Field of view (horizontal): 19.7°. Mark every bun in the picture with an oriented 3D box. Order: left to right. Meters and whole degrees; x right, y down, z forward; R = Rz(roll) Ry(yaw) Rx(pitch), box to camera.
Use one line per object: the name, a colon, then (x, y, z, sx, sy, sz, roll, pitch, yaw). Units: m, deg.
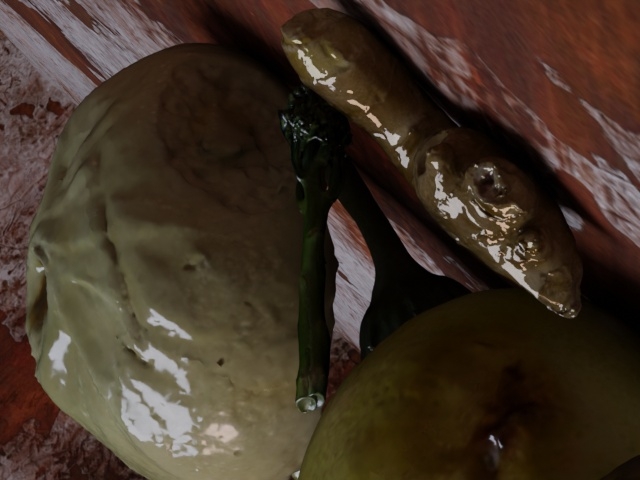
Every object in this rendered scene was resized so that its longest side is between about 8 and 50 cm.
bun: (-0.128, 0.028, 1.441, 0.202, 0.364, 0.364, -1, -168, -20)

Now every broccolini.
broccolini: (0.003, -0.005, 1.255, 0.071, 0.254, 0.057, 11, 143, -20)

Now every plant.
plant: (0.107, 0.096, 1.512, 0.261, 0.306, 0.297, 20, -128, -30)

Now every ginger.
ginger: (0.066, -0.051, 1.036, 0.214, 0.059, 0.133, 45, -178, -18)

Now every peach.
peach: (0.135, 0.180, 1.192, 0.314, 0.281, 0.315, -13, 143, 36)

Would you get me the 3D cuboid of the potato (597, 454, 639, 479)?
potato: (0.242, 0.207, 0.862, 0.288, 0.301, 0.237, -4, 129, 34)
